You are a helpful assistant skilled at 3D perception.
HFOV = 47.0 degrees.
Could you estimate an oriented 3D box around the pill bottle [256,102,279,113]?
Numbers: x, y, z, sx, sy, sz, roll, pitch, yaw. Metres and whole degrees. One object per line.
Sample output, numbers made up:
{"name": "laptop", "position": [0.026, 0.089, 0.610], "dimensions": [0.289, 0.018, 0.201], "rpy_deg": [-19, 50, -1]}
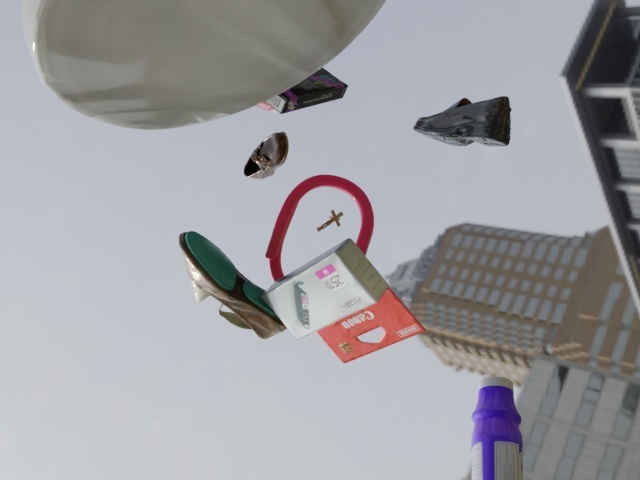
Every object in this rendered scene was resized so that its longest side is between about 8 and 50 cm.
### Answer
{"name": "pill bottle", "position": [-0.180, -0.356, 1.297], "dimensions": [0.318, 0.176, 0.176], "rpy_deg": [17, -96, -25]}

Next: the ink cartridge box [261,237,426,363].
{"name": "ink cartridge box", "position": [0.039, 0.145, 1.483], "dimensions": [0.239, 0.275, 0.060], "rpy_deg": [51, -132, -6]}

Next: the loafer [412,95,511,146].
{"name": "loafer", "position": [0.198, -0.166, 1.019], "dimensions": [0.062, 0.170, 0.061], "rpy_deg": [13, -90, -39]}

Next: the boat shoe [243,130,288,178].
{"name": "boat shoe", "position": [-0.139, -0.207, 1.854], "dimensions": [0.073, 0.207, 0.073], "rpy_deg": [-7, -110, -24]}

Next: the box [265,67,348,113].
{"name": "box", "position": [-0.047, -0.242, 1.103], "dimensions": [0.162, 0.116, 0.029], "rpy_deg": [-27, -30, -50]}

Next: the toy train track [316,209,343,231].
{"name": "toy train track", "position": [0.021, -0.048, 1.847], "dimensions": [0.083, 0.014, 0.048], "rpy_deg": [-35, -65, -22]}

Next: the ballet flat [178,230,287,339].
{"name": "ballet flat", "position": [-0.201, 0.110, 1.561], "dimensions": [0.316, 0.106, 0.107], "rpy_deg": [42, -153, -19]}

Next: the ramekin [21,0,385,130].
{"name": "ramekin", "position": [-0.082, -0.207, 0.516], "dimensions": [0.273, 0.273, 0.127], "rpy_deg": [-5, -116, -49]}

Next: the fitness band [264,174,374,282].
{"name": "fitness band", "position": [0.000, 0.000, 1.611], "dimensions": [0.054, 0.209, 0.291], "rpy_deg": [55, -125, -86]}

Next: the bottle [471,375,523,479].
{"name": "bottle", "position": [0.321, 0.391, 1.341], "dimensions": [0.118, 0.092, 0.283], "rpy_deg": [83, -168, -57]}
